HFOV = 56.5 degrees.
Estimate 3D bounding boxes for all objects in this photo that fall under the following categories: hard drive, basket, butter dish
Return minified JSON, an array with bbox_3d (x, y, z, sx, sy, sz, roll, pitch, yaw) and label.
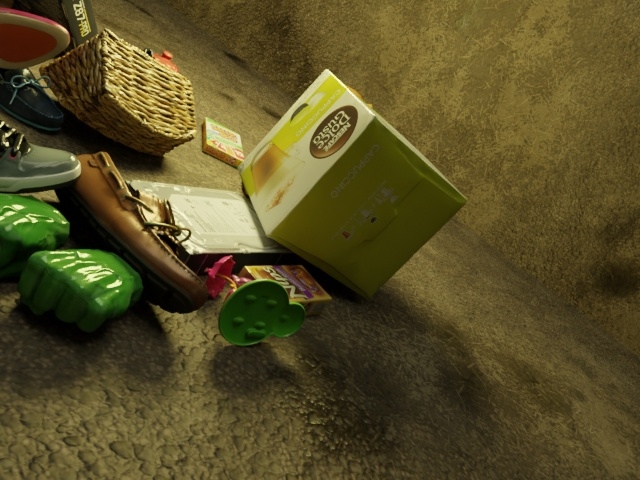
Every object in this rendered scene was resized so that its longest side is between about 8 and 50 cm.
[{"bbox_3d":[-0.226,-0.027,1.254,0.237,0.064,0.339,44,23,27],"label":"hard drive"},{"bbox_3d":[-0.469,-0.305,1.402,0.299,0.223,0.213,21,55,-60],"label":"basket"},{"bbox_3d":[-0.521,-0.560,1.939,0.160,0.118,0.160,27,22,-19],"label":"butter dish"}]

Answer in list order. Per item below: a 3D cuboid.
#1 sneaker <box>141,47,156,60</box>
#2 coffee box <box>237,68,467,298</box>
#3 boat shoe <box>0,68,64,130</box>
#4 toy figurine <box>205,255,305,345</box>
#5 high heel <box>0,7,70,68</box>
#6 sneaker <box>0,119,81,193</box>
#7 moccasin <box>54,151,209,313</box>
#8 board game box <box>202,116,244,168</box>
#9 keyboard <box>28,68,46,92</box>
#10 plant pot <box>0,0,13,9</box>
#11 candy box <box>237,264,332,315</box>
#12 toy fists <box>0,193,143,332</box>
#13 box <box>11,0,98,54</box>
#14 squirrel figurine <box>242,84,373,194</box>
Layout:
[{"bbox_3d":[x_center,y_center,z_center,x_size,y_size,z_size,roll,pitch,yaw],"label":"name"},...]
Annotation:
[{"bbox_3d":[-0.534,-0.487,1.686,0.281,0.162,0.106,46,23,30],"label":"sneaker"},{"bbox_3d":[0.064,-0.133,1.412,0.338,0.337,0.334,34,16,-34],"label":"coffee box"},{"bbox_3d":[-0.649,-0.330,1.258,0.258,0.089,0.109,35,20,3],"label":"boat shoe"},{"bbox_3d":[-0.132,0.092,1.061,0.173,0.130,0.159,17,16,-40],"label":"toy figurine"},{"bbox_3d":[-0.714,-0.445,1.209,0.377,0.127,0.181,-4,44,-22],"label":"high heel"},{"bbox_3d":[-0.510,-0.177,0.884,0.296,0.178,0.124,2,30,-25],"label":"sneaker"},{"bbox_3d":[-0.303,-0.025,0.997,0.147,0.139,0.380,-33,54,-26],"label":"moccasin"},{"bbox_3d":[-0.299,-0.303,1.817,0.124,0.039,0.259,25,19,-24],"label":"board game box"},{"bbox_3d":[-0.725,-0.397,1.397,0.180,0.023,0.108,45,17,31],"label":"keyboard"},{"bbox_3d":[-0.896,-0.646,1.525,0.167,0.167,0.165,45,14,29],"label":"plant pot"},{"bbox_3d":[-0.073,0.103,1.203,0.109,0.053,0.187,46,25,27],"label":"candy box"},{"bbox_3d":[-0.391,0.027,0.835,0.279,0.096,0.142,36,7,9],"label":"toy fists"},{"bbox_3d":[-0.789,-0.703,1.622,0.395,0.318,0.097,37,62,10],"label":"box"},{"bbox_3d":[-0.028,-0.299,1.723,0.281,0.370,0.397,24,22,-24],"label":"squirrel figurine"}]
